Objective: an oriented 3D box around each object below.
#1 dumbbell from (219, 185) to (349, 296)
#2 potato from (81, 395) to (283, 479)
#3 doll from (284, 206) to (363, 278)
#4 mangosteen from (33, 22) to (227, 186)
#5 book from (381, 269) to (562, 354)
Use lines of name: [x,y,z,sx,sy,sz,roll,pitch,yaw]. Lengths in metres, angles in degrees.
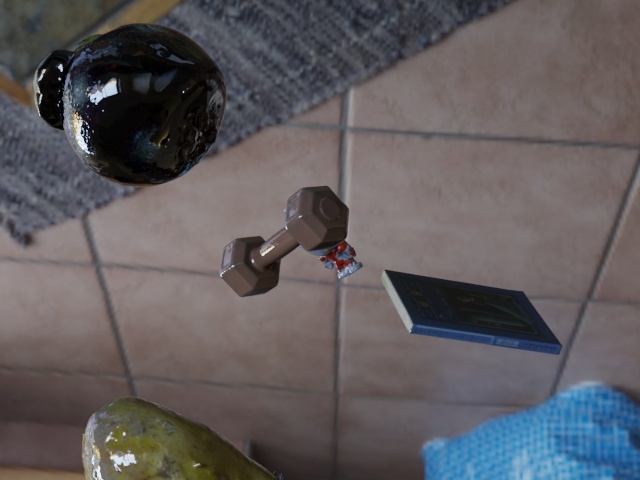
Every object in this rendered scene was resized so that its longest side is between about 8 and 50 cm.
dumbbell: [-0.052,0.003,1.649,0.082,0.092,0.231,23,145,-28]
potato: [-0.206,0.323,1.560,0.266,0.229,0.229,42,137,-11]
doll: [0.000,0.000,2.052,0.094,0.079,0.180,-27,118,38]
mangosteen: [-0.237,-0.178,1.512,0.243,0.242,0.243,4,147,3]
book: [0.249,0.119,1.983,0.269,0.191,0.025,10,113,-17]
